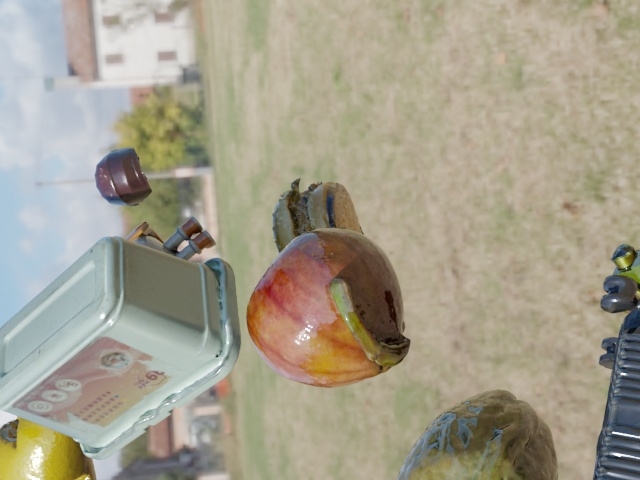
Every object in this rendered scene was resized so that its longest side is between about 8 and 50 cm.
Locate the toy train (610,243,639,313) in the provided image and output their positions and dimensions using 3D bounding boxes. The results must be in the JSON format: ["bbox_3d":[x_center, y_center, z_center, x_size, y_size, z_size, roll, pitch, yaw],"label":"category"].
[{"bbox_3d":[0.467,0.087,1.375,0.225,0.090,0.137,51,142,-14],"label":"toy train"}]

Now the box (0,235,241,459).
[{"bbox_3d":[-0.270,0.129,1.366,0.312,0.182,0.175,-37,43,31],"label":"box"}]

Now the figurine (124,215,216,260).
[{"bbox_3d":[-0.278,0.067,1.634,0.143,0.271,0.143,45,156,26],"label":"figurine"}]

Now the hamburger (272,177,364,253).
[{"bbox_3d":[0.004,0.007,1.641,0.191,0.118,0.182,35,-135,-61],"label":"hamburger"}]

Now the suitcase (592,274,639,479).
[{"bbox_3d":[0.361,0.180,0.806,0.152,0.335,0.230,66,-143,-59],"label":"suitcase"}]

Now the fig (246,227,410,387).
[{"bbox_3d":[0.017,0.085,1.261,0.205,0.205,0.205,176,90,-83],"label":"fig"}]

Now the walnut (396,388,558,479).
[{"bbox_3d":[0.233,0.356,1.577,0.283,0.227,0.283,-60,-14,-24],"label":"walnut"}]

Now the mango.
[{"bbox_3d":[-0.409,0.342,1.601,0.130,0.167,0.262,-46,-32,-58],"label":"mango"}]

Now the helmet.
[{"bbox_3d":[-0.332,-0.098,1.769,0.123,0.070,0.098,-15,97,59],"label":"helmet"}]
